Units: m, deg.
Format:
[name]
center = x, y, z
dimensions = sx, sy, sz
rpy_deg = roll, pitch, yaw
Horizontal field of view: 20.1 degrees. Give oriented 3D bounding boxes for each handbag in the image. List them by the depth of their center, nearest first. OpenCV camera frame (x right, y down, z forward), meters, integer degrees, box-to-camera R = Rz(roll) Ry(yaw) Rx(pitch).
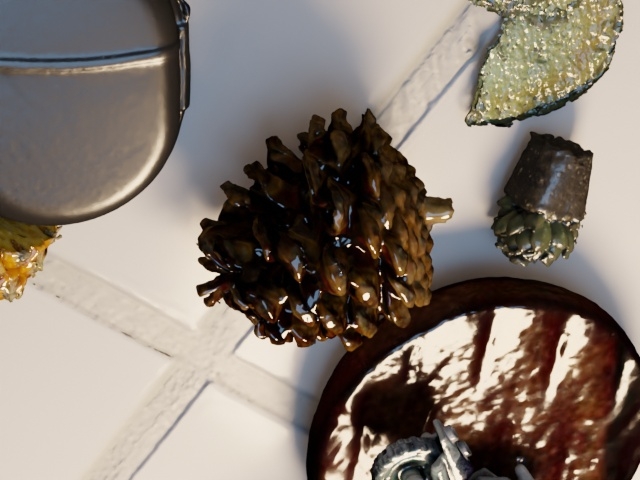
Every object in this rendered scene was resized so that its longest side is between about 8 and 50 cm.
[handbag]
center = -0.247, -0.155, 1.716
dimensions = 0.253, 0.093, 0.308
rpy_deg = -5, 120, -13

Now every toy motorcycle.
[toy motorcycle]
center = 0.170, 0.285, 1.976
dimensions = 0.159, 0.106, 0.270
rpy_deg = -30, 129, 8

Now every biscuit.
[biscuit]
center = 0.180, 0.214, 2.053
dimensions = 0.407, 0.091, 0.407
rpy_deg = -8, 124, -12

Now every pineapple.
[pineapple]
center = -0.357, 0.008, 1.753
dimensions = 0.233, 0.135, 0.079
rpy_deg = 17, 113, -25

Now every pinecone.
[pinecone]
center = 0.003, -0.002, 1.791
dimensions = 0.257, 0.243, 0.243
rpy_deg = -25, 123, -14

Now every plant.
[plant]
center = 0.236, -0.041, 1.928
dimensions = 0.092, 0.094, 0.143
rpy_deg = 6, 106, -35

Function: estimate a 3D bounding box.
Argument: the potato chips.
[potato chips]
center = 0.211, -0.222, 1.854
dimensions = 0.202, 0.029, 0.220
rpy_deg = -29, 125, 0
